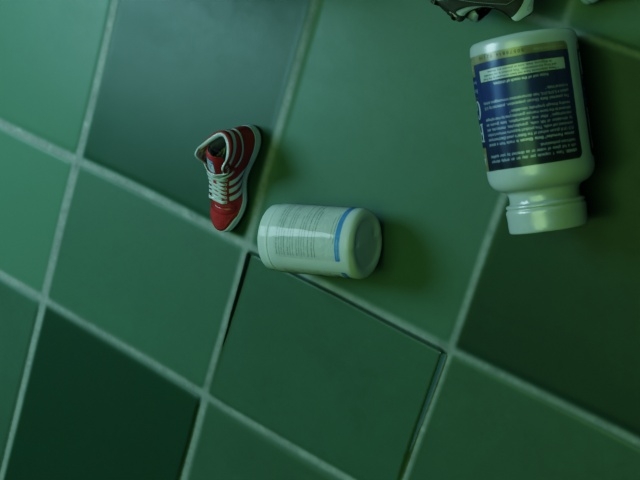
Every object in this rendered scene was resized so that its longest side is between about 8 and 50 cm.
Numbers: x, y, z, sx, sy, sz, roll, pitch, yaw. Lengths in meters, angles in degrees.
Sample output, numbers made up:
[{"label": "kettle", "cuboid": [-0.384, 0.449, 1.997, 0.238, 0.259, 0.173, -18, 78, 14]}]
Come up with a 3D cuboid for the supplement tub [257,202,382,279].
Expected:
[{"label": "supplement tub", "cuboid": [0.000, 0.000, 1.224, 0.107, 0.071, 0.071, 6, 100, 31]}]

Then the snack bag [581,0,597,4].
[{"label": "snack bag", "cuboid": [0.191, -0.334, 0.901, 0.323, 0.037, 0.342, 48, 161, -12]}]

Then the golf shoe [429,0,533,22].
[{"label": "golf shoe", "cuboid": [0.109, -0.236, 1.119, 0.198, 0.077, 0.094, 20, 141, 49]}]

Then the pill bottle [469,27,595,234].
[{"label": "pill bottle", "cuboid": [0.187, -0.093, 1.082, 0.094, 0.094, 0.169, -7, 93, 32]}]

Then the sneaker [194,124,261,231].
[{"label": "sneaker", "cuboid": [-0.103, -0.062, 1.279, 0.042, 0.067, 0.118, 25, 109, 27]}]
